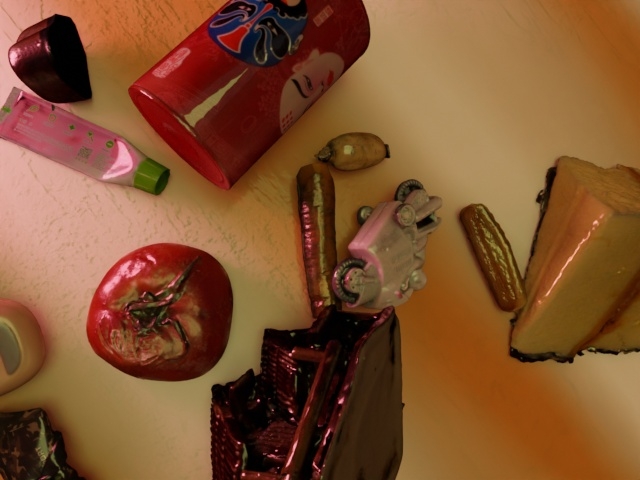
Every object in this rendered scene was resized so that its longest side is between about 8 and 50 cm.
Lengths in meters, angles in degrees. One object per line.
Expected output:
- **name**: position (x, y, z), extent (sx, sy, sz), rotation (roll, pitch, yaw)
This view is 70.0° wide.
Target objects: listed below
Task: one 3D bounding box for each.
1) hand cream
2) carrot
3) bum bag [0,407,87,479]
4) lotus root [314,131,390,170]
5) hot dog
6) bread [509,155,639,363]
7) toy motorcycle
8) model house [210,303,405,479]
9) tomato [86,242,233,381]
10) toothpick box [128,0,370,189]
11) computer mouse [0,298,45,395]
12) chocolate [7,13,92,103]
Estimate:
- **hand cream**: position (-0.379, -0.149, 0.728), extent (0.275, 0.050, 0.079), rotation (24, 53, -3)
- **carrot**: position (0.000, 0.000, 0.773), extent (0.070, 0.070, 0.260), rotation (-4, 84, -13)
- **bum bag**: position (-0.389, 0.341, 0.647), extent (0.102, 0.069, 0.248), rotation (-33, 93, 22)
- **lotus root**: position (0.057, -0.159, 0.806), extent (0.152, 0.063, 0.072), rotation (-12, 61, -22)
- **hot dog**: position (0.327, 0.028, 0.851), extent (0.047, 0.066, 0.215), rotation (-22, 86, -57)
- **bread**: position (0.566, 0.041, 0.917), extent (0.346, 0.242, 0.404), rotation (17, 113, -14)
- **toy motorcycle**: position (0.129, 0.025, 0.789), extent (0.260, 0.110, 0.171), rotation (-51, 118, -22)
- **model house**: position (-0.059, 0.253, 0.647), extent (0.283, 0.297, 0.317), rotation (-3, 88, 32)
- **tomato**: position (-0.241, 0.112, 0.695), extent (0.228, 0.101, 0.227), rotation (1, 82, -9)
- **toothpick box**: position (-0.102, -0.265, 0.718), extent (0.204, 0.204, 0.333), rotation (42, 77, -5)
- **computer mouse**: position (-0.513, 0.164, 0.630), extent (0.237, 0.082, 0.145), rotation (-18, 99, -18)
- **chocolate**: position (-0.418, -0.274, 0.708), extent (0.080, 0.125, 0.148), rotation (-12, 49, -5)
